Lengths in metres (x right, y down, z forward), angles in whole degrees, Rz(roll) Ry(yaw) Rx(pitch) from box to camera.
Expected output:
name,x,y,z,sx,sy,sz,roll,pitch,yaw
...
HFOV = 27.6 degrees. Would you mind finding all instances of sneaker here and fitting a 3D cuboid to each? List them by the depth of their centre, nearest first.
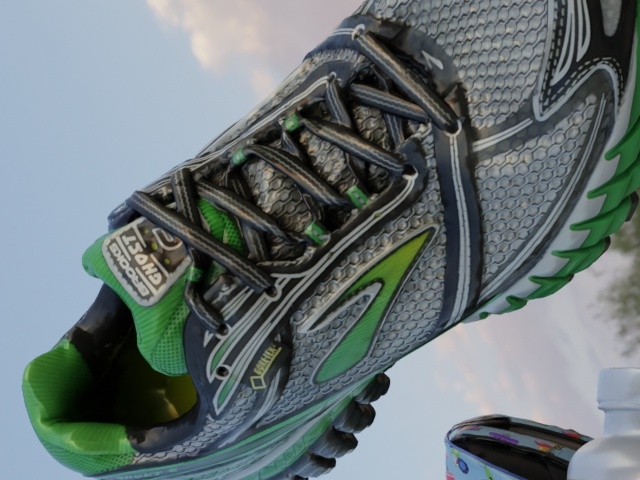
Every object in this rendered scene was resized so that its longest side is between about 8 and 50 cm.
name,x,y,z,sx,sy,sz,roll,pitch,yaw
sneaker,0.000,0.000,0.520,0.146,0.343,0.134,-1,-132,-46

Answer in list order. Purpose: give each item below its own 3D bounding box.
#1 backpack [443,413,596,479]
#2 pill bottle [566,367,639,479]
name,x,y,z,sx,sy,sz,roll,pitch,yaw
backpack,0.154,0.186,0.850,0.173,0.117,0.158,21,-173,12
pill bottle,0.183,0.164,0.700,0.103,0.103,0.184,24,-111,-64
